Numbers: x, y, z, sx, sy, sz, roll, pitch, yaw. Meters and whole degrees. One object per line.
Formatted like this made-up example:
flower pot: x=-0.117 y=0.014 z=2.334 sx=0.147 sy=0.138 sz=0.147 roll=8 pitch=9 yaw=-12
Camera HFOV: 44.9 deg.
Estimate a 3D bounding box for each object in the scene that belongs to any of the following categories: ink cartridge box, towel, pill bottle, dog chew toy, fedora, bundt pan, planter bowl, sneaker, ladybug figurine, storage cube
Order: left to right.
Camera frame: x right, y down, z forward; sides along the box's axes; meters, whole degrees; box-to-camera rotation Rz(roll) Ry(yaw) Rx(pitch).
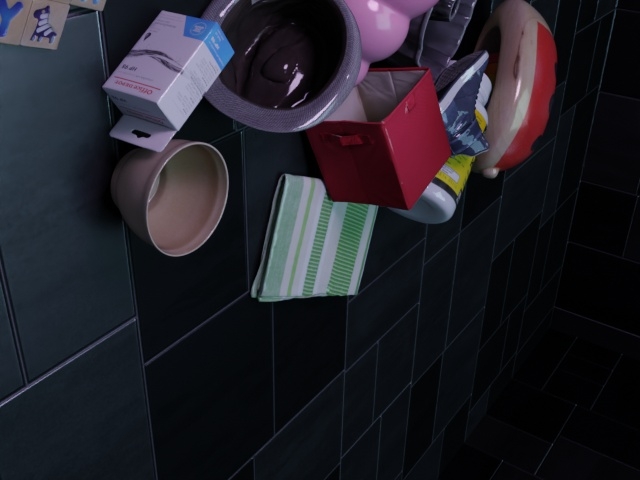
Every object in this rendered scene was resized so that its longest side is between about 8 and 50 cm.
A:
planter bowl: x=-0.222 y=-0.071 z=1.083 sx=0.162 sy=0.109 sz=0.162 roll=-38 pitch=139 yaw=-44
ink cartridge box: x=-0.209 y=-0.212 z=1.023 sx=0.180 sy=0.104 sz=0.060 roll=-59 pitch=149 yaw=-20
fedora: x=-0.066 y=-0.264 z=1.165 sx=0.124 sy=0.243 sz=0.275 roll=114 pitch=-3 yaw=-72
towel: x=0.000 y=0.000 z=1.553 sx=0.325 sy=0.038 sz=0.248 roll=2 pitch=104 yaw=-52
dog chew toy: x=0.075 y=-0.395 z=1.293 sx=0.332 sy=0.206 sz=0.206 roll=-57 pitch=155 yaw=18
storage cube: x=0.112 y=-0.194 z=1.454 sx=0.215 sy=0.183 sz=0.193 roll=-50 pitch=133 yaw=-36
bundt pan: x=0.208 y=-0.472 z=1.508 sx=0.331 sy=0.124 sz=0.331 roll=-54 pitch=160 yaw=-30
pill bottle: x=0.257 y=-0.221 z=1.712 sx=0.334 sy=0.188 sz=0.188 roll=-66 pitch=151 yaw=-16
sneaker: x=0.302 y=-0.269 z=1.583 sx=0.163 sy=0.086 sz=0.226 roll=50 pitch=64 yaw=-23
ladybug figurine: x=0.457 y=-0.358 z=1.865 sx=0.305 sy=0.162 sz=0.449 roll=152 pitch=-49 yaw=-76

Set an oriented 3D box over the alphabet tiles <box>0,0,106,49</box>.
alphabet tiles: x=-0.288 y=-0.367 z=0.800 sx=0.285 sy=0.011 sz=0.343 roll=-14 pitch=132 yaw=-63
